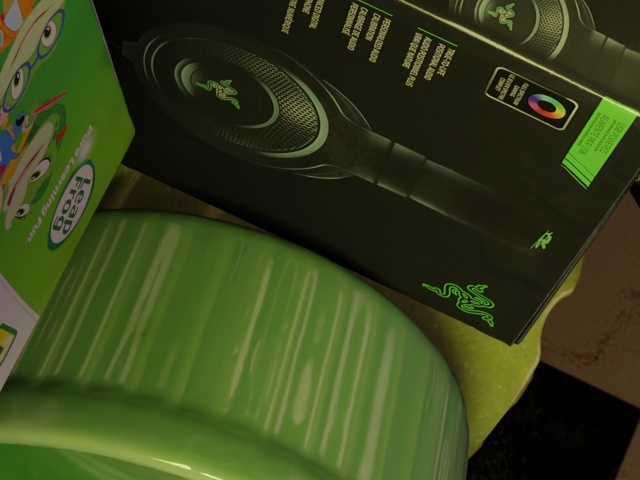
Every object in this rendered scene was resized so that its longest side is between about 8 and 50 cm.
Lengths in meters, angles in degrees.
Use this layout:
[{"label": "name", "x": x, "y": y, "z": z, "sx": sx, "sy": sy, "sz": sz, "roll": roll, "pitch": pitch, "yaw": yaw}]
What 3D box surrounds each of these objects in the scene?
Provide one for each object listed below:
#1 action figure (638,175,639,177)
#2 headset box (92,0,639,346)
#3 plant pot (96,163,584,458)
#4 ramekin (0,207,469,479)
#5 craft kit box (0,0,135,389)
[{"label": "action figure", "x": 0.037, "y": -0.103, "z": 1.324, "sx": 0.341, "sy": 0.330, "sz": 0.178, "roll": -33, "pitch": 166, "yaw": -10}, {"label": "headset box", "x": 0.026, "y": -0.095, "z": 0.845, "sx": 0.246, "sy": 0.283, "sz": 0.131, "roll": 114, "pitch": 2, "yaw": -65}, {"label": "plant pot", "x": 0.000, "y": 0.000, "z": 1.110, "sx": 0.276, "sy": 0.254, "sz": 0.276, "roll": -57, "pitch": -172, "yaw": 13}, {"label": "ramekin", "x": -0.071, "y": 0.121, "z": 0.954, "sx": 0.303, "sy": 0.303, "sz": 0.148, "roll": 113, "pitch": -5, "yaw": -53}, {"label": "craft kit box", "x": -0.146, "y": 0.017, "z": 0.595, "sx": 0.246, "sy": 0.061, "sz": 0.250, "roll": 93, "pitch": 22, "yaw": -73}]
